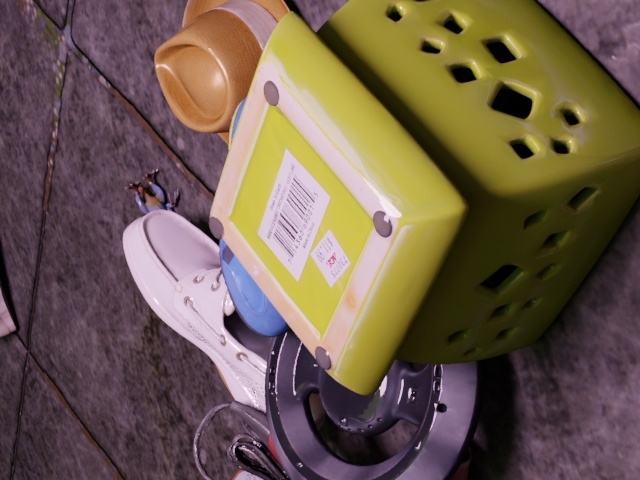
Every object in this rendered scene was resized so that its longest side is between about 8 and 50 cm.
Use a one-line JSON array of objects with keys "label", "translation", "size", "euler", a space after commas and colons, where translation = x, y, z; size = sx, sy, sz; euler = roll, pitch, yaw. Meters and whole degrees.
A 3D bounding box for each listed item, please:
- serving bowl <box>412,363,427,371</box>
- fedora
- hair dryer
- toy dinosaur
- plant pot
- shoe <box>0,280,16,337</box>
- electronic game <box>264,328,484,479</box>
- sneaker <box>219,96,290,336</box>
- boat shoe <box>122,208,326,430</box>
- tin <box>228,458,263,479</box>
[{"label": "serving bowl", "translation": [0.062, 0.095, 1.163], "size": [0.083, 0.027, 0.083], "euler": [26, 125, 46]}, {"label": "fedora", "translation": [-0.089, -0.150, 1.210], "size": [0.194, 0.079, 0.194], "euler": [27, 126, 45]}, {"label": "hair dryer", "translation": [0.018, 0.232, 1.193], "size": [0.293, 0.080, 0.224], "euler": [-22, 105, 38]}, {"label": "toy dinosaur", "translation": [-0.163, -0.032, 1.416], "size": [0.082, 0.047, 0.090], "euler": [58, 177, 3]}, {"label": "plant pot", "translation": [0.059, -0.041, 0.953], "size": [0.227, 0.207, 0.228], "euler": [51, 141, 26]}, {"label": "shoe", "translation": [-0.448, 0.026, 1.800], "size": [0.076, 0.058, 0.219], "euler": [-133, 35, -80]}, {"label": "electronic game", "translation": [0.039, 0.116, 1.124], "size": [0.229, 0.048, 0.229], "euler": [-10, 76, 41]}, {"label": "sneaker", "translation": [-0.040, -0.023, 1.116], "size": [0.082, 0.069, 0.209], "euler": [-172, 82, -71]}, {"label": "boat shoe", "translation": [-0.079, 0.061, 1.286], "size": [0.277, 0.098, 0.096], "euler": [47, 139, 16]}, {"label": "tin", "translation": [-0.066, 0.294, 1.421], "size": [0.106, 0.040, 0.190], "euler": [60, 144, 22]}]
